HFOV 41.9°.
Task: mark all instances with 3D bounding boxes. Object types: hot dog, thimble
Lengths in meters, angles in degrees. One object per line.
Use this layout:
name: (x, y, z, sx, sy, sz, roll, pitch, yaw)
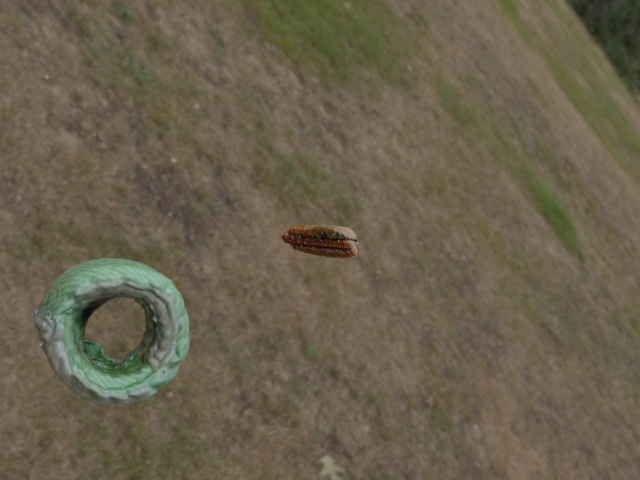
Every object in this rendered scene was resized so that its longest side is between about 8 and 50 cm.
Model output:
hot dog: (-0.001, 0.001, 1.397, 0.038, 0.144, 0.062, -49, 134, -42)
thimble: (-0.311, 0.130, 1.241, 0.219, 0.219, 0.150, 47, -13, -20)
